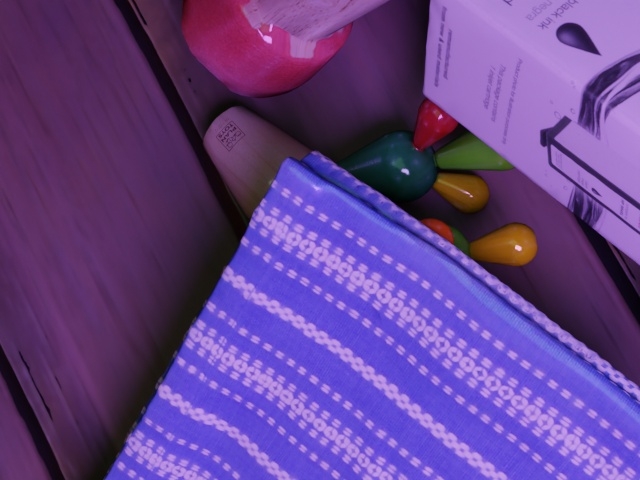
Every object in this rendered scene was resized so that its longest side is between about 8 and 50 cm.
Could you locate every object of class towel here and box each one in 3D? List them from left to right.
[{"bbox_3d":[0.001,0.155,0.526,0.243,0.040,0.336,38,117,11],"label":"towel"}]

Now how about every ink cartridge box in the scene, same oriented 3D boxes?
[{"bbox_3d":[0.168,-0.070,0.483,0.148,0.086,0.203,-39,64,-20],"label":"ink cartridge box"}]

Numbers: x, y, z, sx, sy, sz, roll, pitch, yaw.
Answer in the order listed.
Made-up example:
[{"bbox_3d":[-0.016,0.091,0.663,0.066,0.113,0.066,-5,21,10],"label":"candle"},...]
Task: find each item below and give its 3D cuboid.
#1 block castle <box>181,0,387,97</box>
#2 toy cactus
[{"bbox_3d":[-0.130,-0.297,0.518,0.213,0.303,0.453,-14,82,60],"label":"block castle"},{"bbox_3d":[0.000,0.000,0.571,0.180,0.112,0.219,45,107,23],"label":"toy cactus"}]
